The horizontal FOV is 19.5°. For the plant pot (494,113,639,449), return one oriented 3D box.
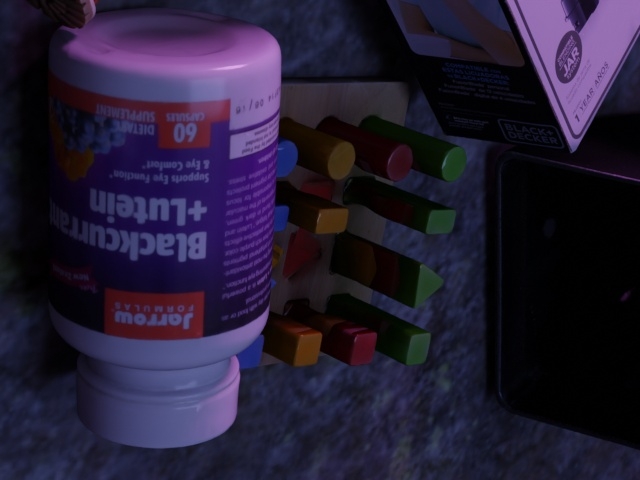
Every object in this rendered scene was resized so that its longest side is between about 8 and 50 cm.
[{"bbox_3d":[0.233,0.014,1.186,0.167,0.188,0.187,-36,132,-46],"label":"plant pot"}]

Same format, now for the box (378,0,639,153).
[{"bbox_3d":[0.088,-0.204,0.966,0.169,0.087,0.290,-59,141,-25],"label":"box"}]

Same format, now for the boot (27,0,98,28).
[{"bbox_3d":[-0.115,-0.171,0.807,0.084,0.059,0.158,-43,134,-32],"label":"boot"}]

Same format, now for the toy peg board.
[{"bbox_3d":[0.000,0.000,0.993,0.161,0.079,0.161,-6,111,-46],"label":"toy peg board"}]

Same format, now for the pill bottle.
[{"bbox_3d":[-0.076,-0.005,0.885,0.108,0.108,0.193,-18,120,-42],"label":"pill bottle"}]
